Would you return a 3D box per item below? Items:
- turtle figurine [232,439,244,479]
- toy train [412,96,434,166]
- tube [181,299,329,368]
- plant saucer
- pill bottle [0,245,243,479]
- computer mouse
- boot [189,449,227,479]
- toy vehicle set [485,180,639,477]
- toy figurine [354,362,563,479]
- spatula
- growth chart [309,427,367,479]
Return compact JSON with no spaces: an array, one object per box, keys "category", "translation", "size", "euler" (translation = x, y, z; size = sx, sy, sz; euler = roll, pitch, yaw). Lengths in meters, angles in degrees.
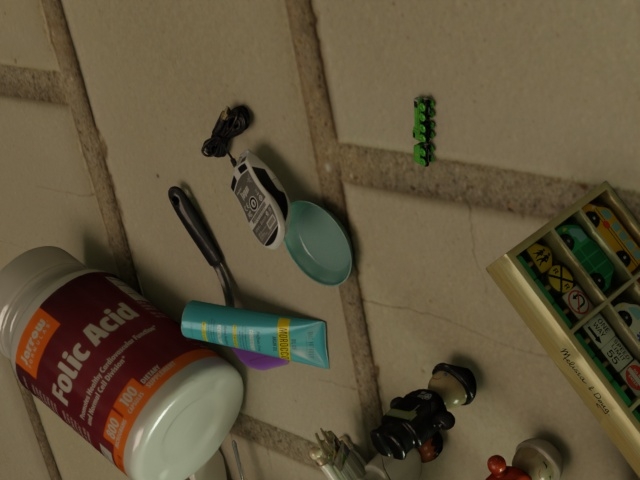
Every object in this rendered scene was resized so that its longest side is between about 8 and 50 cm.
[{"category":"turtle figurine","translation":[-0.182,0.460,1.833],"size":[0.275,0.197,0.266],"euler":[37,134,-8]},{"category":"toy train","translation":[0.109,-0.118,1.268],"size":[0.024,0.017,0.083],"euler":[34,139,44]},{"category":"tube","translation":[-0.087,0.125,1.615],"size":[0.207,0.052,0.080],"euler":[9,131,18]},{"category":"plant saucer","translation":[0.000,0.000,1.473],"size":[0.119,0.021,0.119],"euler":[27,134,33]},{"category":"pill bottle","translation":[-0.328,0.182,1.807],"size":[0.392,0.224,0.224],"euler":[33,137,28]},{"category":"computer mouse","translation":[-0.082,-0.074,1.478],"size":[0.193,0.042,0.106],"euler":[61,141,20]},{"category":"boot","translation":[-0.196,0.402,1.947],"size":[0.086,0.069,0.190],"euler":[5,121,44]},{"category":"toy vehicle set","translation":[0.289,0.090,1.091],"size":[0.266,0.166,0.035],"euler":[54,143,4]},{"category":"toy figurine","translation":[0.161,0.274,1.400],"size":[0.213,0.148,0.209],"euler":[39,146,20]},{"category":"spatula","translation":[-0.141,0.056,1.663],"size":[0.084,0.030,0.296],"euler":[-20,99,40]},{"category":"growth chart","translation":[0.049,0.316,1.541],"size":[0.172,0.021,0.237],"euler":[55,-174,9]}]
